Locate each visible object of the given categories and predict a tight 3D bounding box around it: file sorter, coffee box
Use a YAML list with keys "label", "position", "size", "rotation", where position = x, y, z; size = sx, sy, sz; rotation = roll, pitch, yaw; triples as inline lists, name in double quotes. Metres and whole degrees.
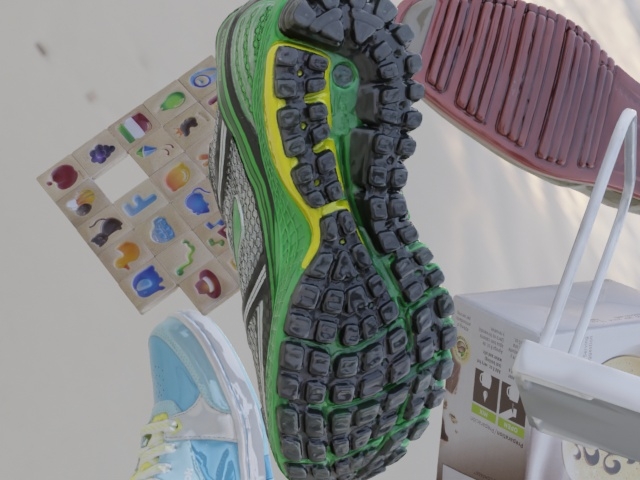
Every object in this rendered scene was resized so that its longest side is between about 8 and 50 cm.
- label: "file sorter"
  position: [0.271, 0.056, 0.972]
  size: [0.193, 0.278, 0.173]
  rotation: [59, 50, -72]
- label: "coffee box"
  position: [0.190, 0.192, 1.387]
  size: [0.168, 0.297, 0.119]
  rotation: [-4, 16, -32]

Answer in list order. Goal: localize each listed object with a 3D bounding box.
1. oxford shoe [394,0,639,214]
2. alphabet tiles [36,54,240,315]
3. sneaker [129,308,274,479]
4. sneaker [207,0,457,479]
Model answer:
- label: "oxford shoe"
  position: [0.189, -0.089, 1.366]
  size: [0.348, 0.123, 0.130]
  rotation: [25, -14, -18]
- label: "alphabet tiles"
  position: [-0.114, -0.042, 1.506]
  size: [0.237, 0.198, 0.009]
  rotation: [48, -10, 36]
- label: "sneaker"
  position: [-0.153, 0.226, 1.555]
  size: [0.208, 0.127, 0.319]
  rotation: [-10, 77, -26]
- label: "sneaker"
  position: [0.000, 0.000, 1.146]
  size: [0.146, 0.134, 0.343]
  rotation: [16, -70, 60]
